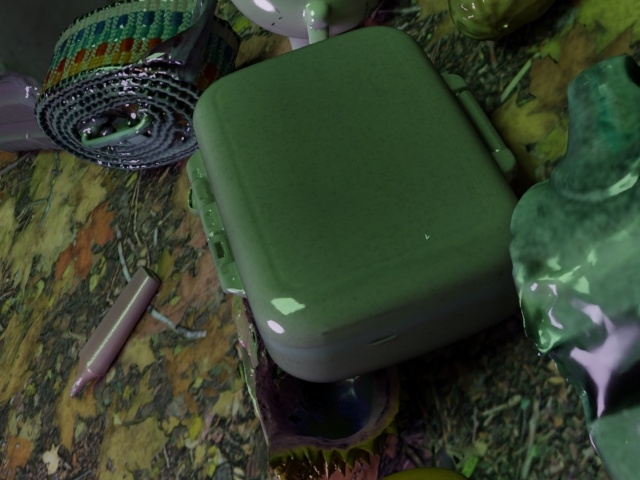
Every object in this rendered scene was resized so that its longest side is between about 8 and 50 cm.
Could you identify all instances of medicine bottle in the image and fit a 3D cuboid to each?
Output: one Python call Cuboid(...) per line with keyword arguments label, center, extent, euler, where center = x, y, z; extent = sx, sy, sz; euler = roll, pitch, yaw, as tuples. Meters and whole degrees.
Cuboid(label="medicine bottle", center=(0.029, -0.047, 1.053), extent=(0.282, 0.123, 0.375), euler=(-21, 43, -2))

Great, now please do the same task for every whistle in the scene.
Cuboid(label="whistle", center=(0.248, 0.073, 0.722), extent=(0.168, 0.188, 0.405), euler=(-29, 48, 38))

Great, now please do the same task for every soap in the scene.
Cuboid(label="soap", center=(-0.512, -0.296, 1.778), extent=(0.435, 0.350, 0.213), euler=(0, 69, 54))

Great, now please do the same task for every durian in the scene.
Cuboid(label="durian", center=(-0.019, 0.136, 1.076), extent=(0.186, 0.153, 0.261), euler=(123, 148, -47))

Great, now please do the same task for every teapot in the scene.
Cuboid(label="teapot", center=(-0.020, -0.311, 1.316), extent=(0.166, 0.208, 0.300), euler=(157, 111, -68))

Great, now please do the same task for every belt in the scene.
Cuboid(label="belt", center=(-0.235, -0.192, 1.488), extent=(0.295, 0.207, 0.161), euler=(-9, 56, 32))

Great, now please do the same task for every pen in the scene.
Cuboid(label="pen", center=(-0.272, 0.124, 1.478), extent=(0.197, 0.032, 0.053), euler=(-55, 37, 7))

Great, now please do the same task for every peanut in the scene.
Cuboid(label="peanut", center=(0.209, -0.289, 1.084), extent=(0.103, 0.098, 0.229), euler=(39, 104, 12))

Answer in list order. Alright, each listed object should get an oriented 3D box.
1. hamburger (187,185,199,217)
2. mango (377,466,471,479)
Cuboid(label="hamburger", center=(-0.103, -0.087, 1.373), extent=(0.133, 0.062, 0.140), euler=(2, 72, 53))
Cuboid(label="mango", center=(0.054, 0.250, 0.944), extent=(0.184, 0.085, 0.102), euler=(-44, 40, 17))
